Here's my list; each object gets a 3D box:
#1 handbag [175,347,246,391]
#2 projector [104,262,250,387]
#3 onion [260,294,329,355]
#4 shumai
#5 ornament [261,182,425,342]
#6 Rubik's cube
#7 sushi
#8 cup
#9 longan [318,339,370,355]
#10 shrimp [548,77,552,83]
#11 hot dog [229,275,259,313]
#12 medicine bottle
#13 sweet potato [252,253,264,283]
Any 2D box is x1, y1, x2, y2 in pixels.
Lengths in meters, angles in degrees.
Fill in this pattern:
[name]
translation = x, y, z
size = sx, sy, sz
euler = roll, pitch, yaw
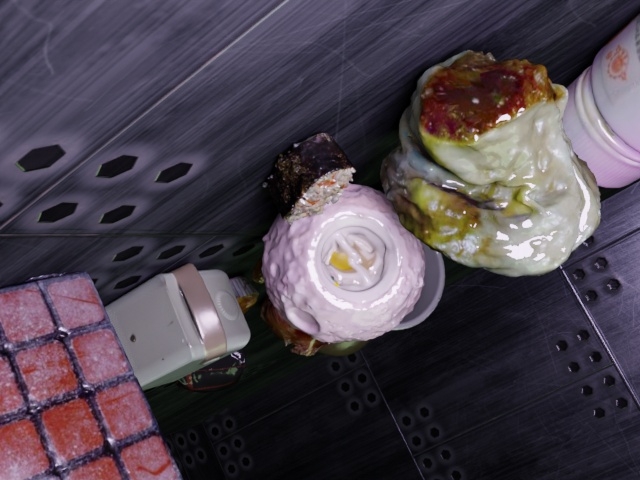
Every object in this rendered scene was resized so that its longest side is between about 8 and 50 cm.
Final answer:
[handbag]
translation = -0.262, 0.264, 1.821
size = 0.169, 0.155, 0.215
euler = -9, 165, -12
[projector]
translation = -0.250, 0.150, 1.367
size = 0.242, 0.163, 0.177
euler = -30, 168, 27
[onion]
translation = -0.027, 0.192, 1.920
size = 0.230, 0.163, 0.230
euler = -6, 158, -2
[shumai]
translation = 0.230, -0.142, 1.057
size = 0.304, 0.309, 0.263
euler = -55, 153, -37
[ornament]
translation = 0.032, 0.036, 1.267
size = 0.259, 0.259, 0.225
euler = -24, 179, -10
[Rubik's cube]
translation = -0.452, 0.280, 1.068
size = 0.337, 0.344, 0.344
euler = -36, 164, 37
[sushi]
translation = -0.014, -0.082, 1.096
size = 0.090, 0.078, 0.150
euler = -18, 164, -33
[cup]
translation = 0.066, 0.085, 1.669
size = 0.301, 0.227, 0.257
euler = -1, 169, -20
[longan]
translation = 0.052, 0.213, 2.158
size = 0.220, 0.196, 0.196
euler = -32, 168, -2
[shrimp]
translation = 0.280, -0.210, 1.267
size = 0.161, 0.049, 0.166
euler = -21, 174, -30
[hot dog]
translation = -0.232, 0.154, 1.619
size = 0.144, 0.075, 0.268
euler = -17, 167, -46
[medicine bottle]
translation = 0.535, -0.246, 1.209
size = 0.219, 0.219, 0.388
euler = -20, 165, -28
[sweet potato]
translation = 0.042, -0.008, 1.440
size = 0.359, 0.112, 0.112
euler = -23, 167, -6
